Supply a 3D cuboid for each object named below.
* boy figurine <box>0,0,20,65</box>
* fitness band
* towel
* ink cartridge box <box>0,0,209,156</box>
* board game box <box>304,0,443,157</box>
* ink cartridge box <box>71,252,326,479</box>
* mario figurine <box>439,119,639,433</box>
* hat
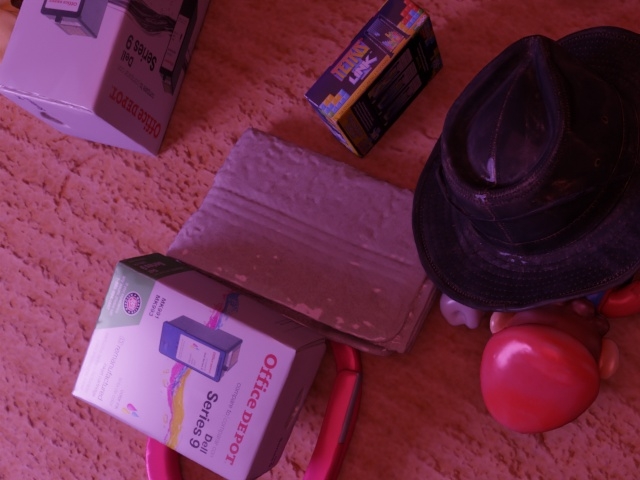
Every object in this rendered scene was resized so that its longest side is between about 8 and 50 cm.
[{"bbox_3d":[-0.415,-0.303,1.384,0.285,0.092,0.177,46,123,14],"label":"boy figurine"},{"bbox_3d":[-0.070,0.185,1.258,0.209,0.054,0.291,17,83,17],"label":"fitness band"},{"bbox_3d":[0.000,0.000,1.254,0.282,0.049,0.187,24,67,15],"label":"towel"},{"bbox_3d":[-0.215,-0.257,1.283,0.121,0.211,0.289,17,85,13],"label":"ink cartridge box"},{"bbox_3d":[0.059,-0.168,1.228,0.048,0.170,0.141,42,90,14],"label":"board game box"},{"bbox_3d":[-0.122,0.126,1.191,0.212,0.093,0.154,25,102,16],"label":"ink cartridge box"},{"bbox_3d":[0.253,0.047,1.197,0.198,0.170,0.320,11,68,50],"label":"mario figurine"},{"bbox_3d":[0.199,-0.101,1.130,0.331,0.134,0.331,-22,47,26],"label":"hat"}]
